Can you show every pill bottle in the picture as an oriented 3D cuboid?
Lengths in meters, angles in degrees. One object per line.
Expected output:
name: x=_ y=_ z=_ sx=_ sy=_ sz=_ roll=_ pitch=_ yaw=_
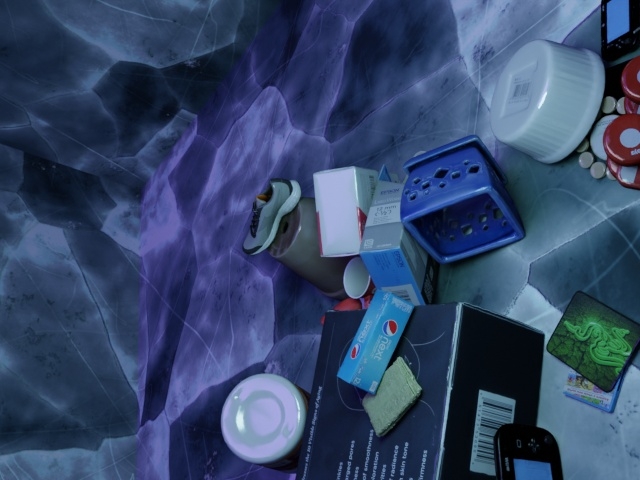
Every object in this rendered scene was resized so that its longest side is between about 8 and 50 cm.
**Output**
pill bottle: x=-0.092 y=0.501 z=2.006 sx=0.224 sy=0.392 sz=0.223 roll=-6 pitch=67 yaw=15

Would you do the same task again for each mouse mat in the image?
mouse mat: x=0.559 y=0.203 z=1.542 sx=0.190 sy=0.007 sz=0.152 roll=39 pitch=106 yaw=55

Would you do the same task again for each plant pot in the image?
plant pot: x=0.000 y=0.000 z=2.261 sx=0.323 sy=0.281 sz=0.323 roll=-32 pitch=50 yaw=47
plant pot: x=0.337 y=-0.108 z=1.819 sx=0.236 sy=0.236 sz=0.212 roll=-20 pitch=49 yaw=26

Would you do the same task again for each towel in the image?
towel: x=0.147 y=0.327 z=1.560 sx=0.148 sy=0.027 sz=0.110 roll=-54 pitch=35 yaw=22

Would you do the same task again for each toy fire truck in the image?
toy fire truck: x=0.700 y=-0.221 z=1.447 sx=0.254 sy=0.169 sz=0.302 roll=16 pitch=86 yaw=26

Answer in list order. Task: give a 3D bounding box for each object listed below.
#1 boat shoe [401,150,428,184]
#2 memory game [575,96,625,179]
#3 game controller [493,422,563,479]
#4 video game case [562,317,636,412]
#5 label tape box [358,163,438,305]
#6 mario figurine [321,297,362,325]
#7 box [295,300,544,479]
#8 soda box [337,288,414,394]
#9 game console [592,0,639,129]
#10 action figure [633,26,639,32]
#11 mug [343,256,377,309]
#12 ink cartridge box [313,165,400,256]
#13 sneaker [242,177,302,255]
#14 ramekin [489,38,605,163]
boat shoe: x=0.264 y=-0.148 z=2.141 sx=0.081 sy=0.069 sz=0.227 roll=37 pitch=110 yaw=24
memory game: x=0.632 y=-0.222 z=1.631 sx=0.186 sy=0.012 sz=0.186 roll=3 pitch=93 yaw=54
game controller: x=0.416 y=0.523 z=1.470 sx=0.067 sy=0.167 sz=0.319 roll=-30 pitch=51 yaw=45
video game case: x=0.567 y=0.251 z=1.526 sx=0.119 sy=0.015 sz=0.166 roll=15 pitch=87 yaw=57
label tape box: x=0.218 y=-0.007 z=1.927 sx=0.115 sy=0.249 sz=0.347 roll=-8 pitch=40 yaw=26
mario figurine: x=0.102 y=0.317 z=2.084 sx=0.198 sy=0.170 sz=0.320 roll=2 pitch=92 yaw=35
box: x=0.213 y=0.408 z=1.711 sx=0.472 sy=0.298 sz=0.479 roll=-10 pitch=65 yaw=52
soda box: x=0.118 y=0.214 z=1.602 sx=0.210 sy=0.067 sz=0.071 roll=-64 pitch=21 yaw=-7
game console: x=0.668 y=-0.431 z=1.701 sx=0.213 sy=0.044 sz=0.361 roll=-17 pitch=60 yaw=52
action figure: x=0.764 y=-0.437 z=1.448 sx=0.276 sy=0.164 sz=0.140 roll=9 pitch=68 yaw=41
mug: x=0.160 y=0.126 z=2.051 sx=0.113 sy=0.169 sz=0.150 roll=11 pitch=93 yaw=54
ink cartridge box: x=0.112 y=-0.071 z=2.010 sx=0.131 sy=0.306 sz=0.226 roll=-7 pitch=87 yaw=26
sneaker: x=-0.165 y=-0.075 z=2.185 sx=0.271 sy=0.108 sz=0.100 roll=-57 pitch=36 yaw=24
ramekin: x=0.511 y=-0.327 z=1.733 sx=0.277 sy=0.135 sz=0.277 roll=-165 pitch=90 yaw=-74
